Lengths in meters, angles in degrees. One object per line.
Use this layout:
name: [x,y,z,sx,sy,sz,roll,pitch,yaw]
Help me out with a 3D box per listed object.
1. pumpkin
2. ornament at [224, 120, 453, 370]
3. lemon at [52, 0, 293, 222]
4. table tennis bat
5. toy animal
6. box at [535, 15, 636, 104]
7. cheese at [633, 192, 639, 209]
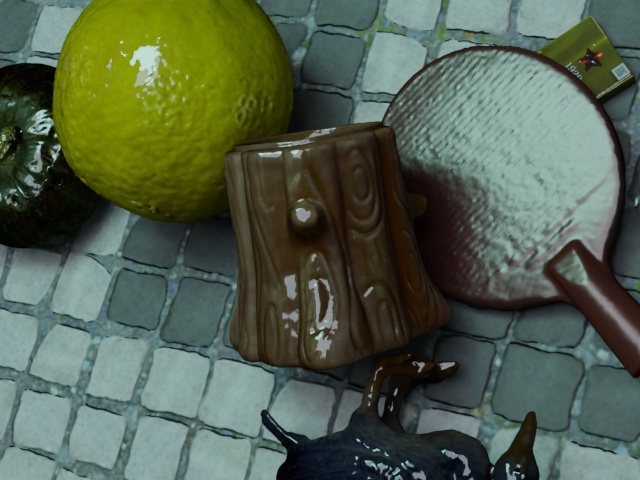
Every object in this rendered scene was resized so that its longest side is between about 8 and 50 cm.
pumpkin: [-0.364,-0.109,1.496,0.237,0.159,0.238,-5,72,17]
ornament: [0.000,0.000,1.226,0.235,0.221,0.218,-7,98,14]
lemon: [-0.162,-0.158,1.351,0.293,0.293,0.293,-7,71,22]
table tennis bat: [0.213,-0.031,1.268,0.268,0.051,0.415,-45,63,14]
toy animal: [0.075,0.209,1.220,0.298,0.122,0.185,-9,70,22]
box: [0.261,-0.171,1.317,0.133,0.023,0.090,-34,65,10]
cheese: [0.405,0.035,1.162,0.106,0.037,0.256,-35,72,3]
